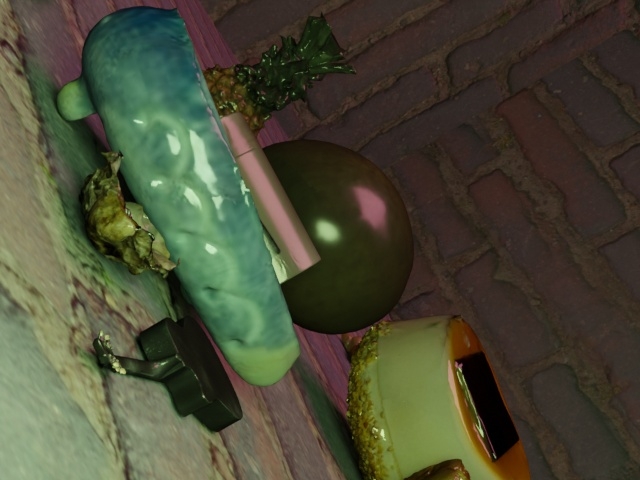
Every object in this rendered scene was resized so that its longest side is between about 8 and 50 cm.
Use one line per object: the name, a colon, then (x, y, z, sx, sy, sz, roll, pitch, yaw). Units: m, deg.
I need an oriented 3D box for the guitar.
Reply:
guitar: (-0.105, 0.084, 0.779, 0.088, 0.025, 0.233, 62, 4, 15)

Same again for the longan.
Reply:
longan: (0.000, 0.000, 1.375, 0.246, 0.215, 0.246, 161, -90, -75)

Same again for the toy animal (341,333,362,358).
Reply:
toy animal: (0.070, 0.178, 1.960, 0.083, 0.060, 0.081, -105, -161, -59)

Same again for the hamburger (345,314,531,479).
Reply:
hamburger: (0.133, 0.232, 1.402, 0.294, 0.179, 0.276, 69, 17, 4)

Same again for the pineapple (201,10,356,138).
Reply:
pineapple: (-0.081, -0.196, 1.475, 0.128, 0.248, 0.128, 60, 1, -2)

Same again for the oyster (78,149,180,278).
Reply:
oyster: (-0.143, -0.014, 0.822, 0.103, 0.051, 0.148, 57, -11, 3)

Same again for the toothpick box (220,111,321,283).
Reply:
toothpick box: (-0.088, -0.033, 1.203, 0.181, 0.111, 0.111, 61, 4, -1)

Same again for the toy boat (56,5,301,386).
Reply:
toy boat: (-0.124, -0.032, 0.979, 0.215, 0.123, 0.330, -120, -170, -68)

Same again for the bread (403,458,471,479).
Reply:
bread: (0.106, 0.282, 1.205, 0.069, 0.128, 0.140, 65, 6, 8)
